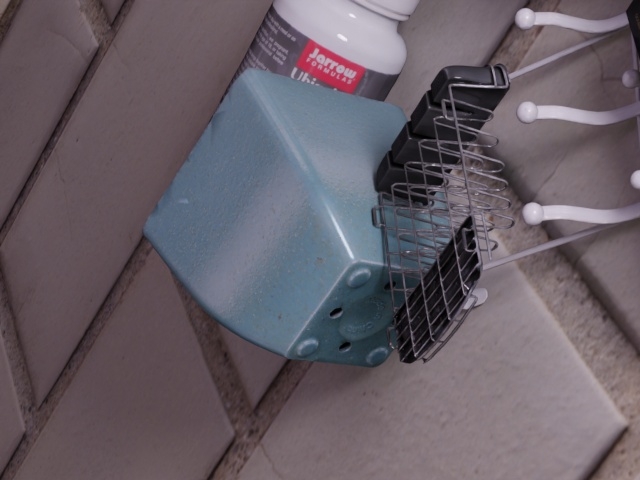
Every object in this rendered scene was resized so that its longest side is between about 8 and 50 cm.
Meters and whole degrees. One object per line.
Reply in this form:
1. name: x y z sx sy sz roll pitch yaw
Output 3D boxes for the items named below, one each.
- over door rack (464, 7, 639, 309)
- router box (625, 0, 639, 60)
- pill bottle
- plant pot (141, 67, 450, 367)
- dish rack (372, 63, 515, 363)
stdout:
1. over door rack: 0.209 -0.095 1.571 0.324 0.108 0.240 -31 48 48
2. router box: 0.363 -0.139 1.272 0.243 0.081 0.309 116 150 -55
3. pill bottle: -0.005 -0.201 1.902 0.318 0.176 0.176 -60 32 19
4. plant pot: 0.000 0.000 1.744 0.247 0.247 0.252 -55 47 26
5. dish rack: 0.123 -0.021 1.543 0.208 0.074 0.272 121 152 -49
